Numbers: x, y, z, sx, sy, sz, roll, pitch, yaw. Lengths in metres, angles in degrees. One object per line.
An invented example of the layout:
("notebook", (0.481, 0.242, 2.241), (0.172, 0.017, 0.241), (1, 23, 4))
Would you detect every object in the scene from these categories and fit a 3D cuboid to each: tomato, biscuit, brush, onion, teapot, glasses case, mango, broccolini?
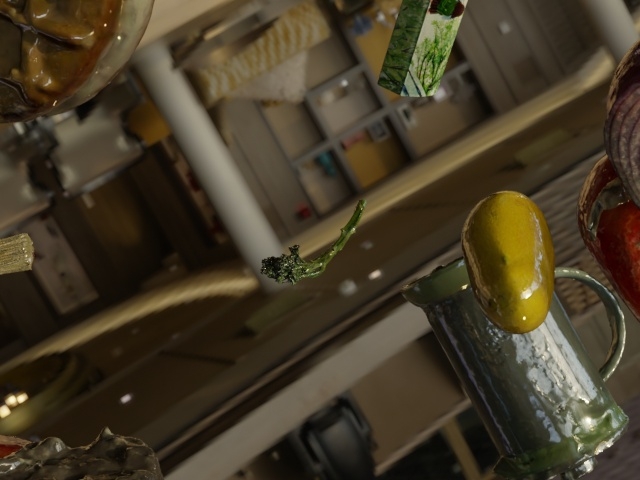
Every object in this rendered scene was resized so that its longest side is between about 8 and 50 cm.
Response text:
("tomato", (0.536, -0.019, 1.634), (0.293, 0.325, 0.290), (-42, 178, 10))
("biscuit", (-0.289, -0.263, 1.004), (0.332, 0.332, 0.103), (-25, -179, 29))
("brush", (-0.353, 0.026, 1.063), (0.169, 0.014, 0.043), (-11, -131, -1))
("onion", (0.469, -0.154, 1.359), (0.272, 0.256, 0.230), (4, -146, 30))
("teapot", (0.296, 0.153, 1.544), (0.270, 0.337, 0.200), (-27, 177, -17))
("glasses case", (0.168, -0.345, 1.653), (0.095, 0.062, 0.272), (-15, 129, -49))
("mango", (0.159, 0.021, 0.953), (0.076, 0.103, 0.161), (-12, -154, 12))
("broccolini", (0.003, 0.007, 1.398), (0.054, 0.052, 0.194), (-18, -169, 44))

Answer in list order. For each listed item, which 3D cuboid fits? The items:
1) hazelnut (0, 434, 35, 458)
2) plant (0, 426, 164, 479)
("hazelnut", (-0.304, 0.286, 1.130), (0.208, 0.208, 0.208), (-29, -173, 4))
("plant", (-0.175, 0.282, 0.825), (0.149, 0.275, 0.146), (1, -159, 5))
